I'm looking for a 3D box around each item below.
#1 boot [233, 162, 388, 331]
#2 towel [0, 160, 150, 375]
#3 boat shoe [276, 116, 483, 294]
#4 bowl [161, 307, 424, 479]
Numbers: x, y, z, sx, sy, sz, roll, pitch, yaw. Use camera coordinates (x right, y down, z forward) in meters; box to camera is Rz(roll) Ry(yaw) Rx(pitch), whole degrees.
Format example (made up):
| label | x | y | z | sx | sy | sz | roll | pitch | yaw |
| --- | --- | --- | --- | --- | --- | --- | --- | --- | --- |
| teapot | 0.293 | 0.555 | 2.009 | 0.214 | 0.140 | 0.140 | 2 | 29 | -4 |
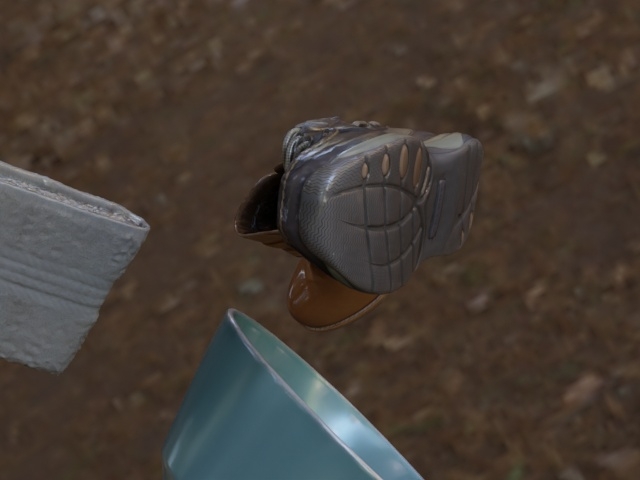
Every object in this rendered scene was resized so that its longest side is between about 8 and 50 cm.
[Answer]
| label | x | y | z | sx | sy | sz | roll | pitch | yaw |
| --- | --- | --- | --- | --- | --- | --- | --- | --- | --- |
| boot | 0.000 | 0.000 | 1.915 | 0.220 | 0.109 | 0.283 | -5 | -28 | -47 |
| towel | -0.320 | 0.015 | 1.800 | 0.187 | 0.282 | 0.049 | -57 | 32 | 20 |
| boat shoe | 0.027 | -0.034 | 1.599 | 0.130 | 0.132 | 0.355 | 12 | 6 | 20 |
| bowl | -0.025 | 0.226 | 1.775 | 0.163 | 0.311 | 0.311 | -47 | 23 | 2 |
